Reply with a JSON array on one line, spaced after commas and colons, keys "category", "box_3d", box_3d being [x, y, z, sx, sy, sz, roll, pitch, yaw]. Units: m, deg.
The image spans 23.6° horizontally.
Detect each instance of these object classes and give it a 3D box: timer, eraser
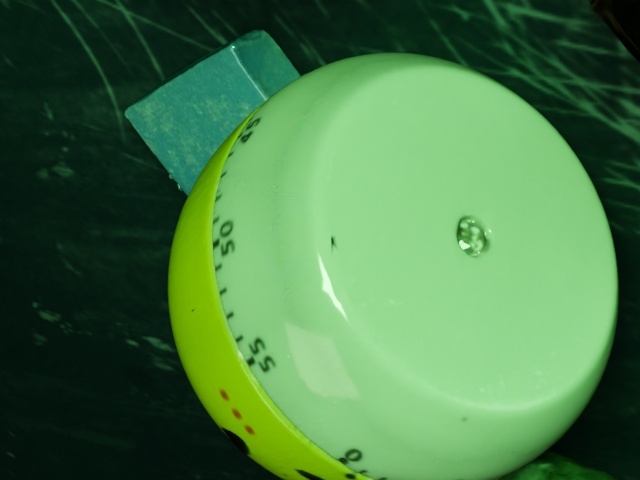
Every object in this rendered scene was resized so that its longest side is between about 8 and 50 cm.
[{"category": "timer", "box_3d": [0.019, 0.039, 0.942, 0.285, 0.285, 0.285, 23, 138, 23]}, {"category": "eraser", "box_3d": [0.000, 0.000, 1.093, 0.144, 0.042, 0.312, -23, 110, 49]}]

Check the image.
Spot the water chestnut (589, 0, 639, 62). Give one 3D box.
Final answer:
[{"category": "water chestnut", "box_3d": [0.230, -0.171, 0.591, 0.300, 0.300, 0.300, 23, 138, 23]}]

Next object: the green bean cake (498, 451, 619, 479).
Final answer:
[{"category": "green bean cake", "box_3d": [0.153, 0.256, 1.065, 0.300, 0.169, 0.308, 43, 162, -34]}]
